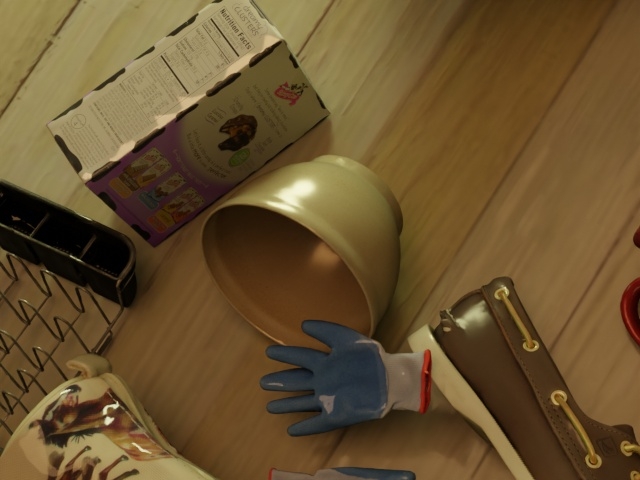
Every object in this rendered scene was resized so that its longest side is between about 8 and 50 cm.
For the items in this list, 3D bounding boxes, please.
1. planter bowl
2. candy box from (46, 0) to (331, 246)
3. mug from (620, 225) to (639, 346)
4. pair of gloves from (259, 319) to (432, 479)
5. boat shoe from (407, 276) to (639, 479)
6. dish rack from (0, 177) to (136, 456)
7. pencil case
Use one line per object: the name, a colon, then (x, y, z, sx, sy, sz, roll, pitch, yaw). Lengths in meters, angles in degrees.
planter bowl: (0.000, 0.000, 1.435, 0.162, 0.162, 0.109, 24, 53, 22)
candy box: (-0.104, -0.100, 1.482, 0.196, 0.165, 0.070, -37, 67, 0)
mug: (0.322, 0.049, 1.361, 0.113, 0.150, 0.169, -18, 66, -31)
pair of gloves: (0.020, 0.162, 1.385, 0.159, 0.023, 0.198, 1, 91, 36)
boat shoe: (0.192, 0.165, 1.336, 0.096, 0.116, 0.324, -39, 60, 3)
dish rack: (-0.294, 0.086, 1.498, 0.208, 0.074, 0.271, 23, 65, 23)
pencil case: (-0.078, 0.260, 1.348, 0.410, 0.160, 0.183, 36, 92, 24)
